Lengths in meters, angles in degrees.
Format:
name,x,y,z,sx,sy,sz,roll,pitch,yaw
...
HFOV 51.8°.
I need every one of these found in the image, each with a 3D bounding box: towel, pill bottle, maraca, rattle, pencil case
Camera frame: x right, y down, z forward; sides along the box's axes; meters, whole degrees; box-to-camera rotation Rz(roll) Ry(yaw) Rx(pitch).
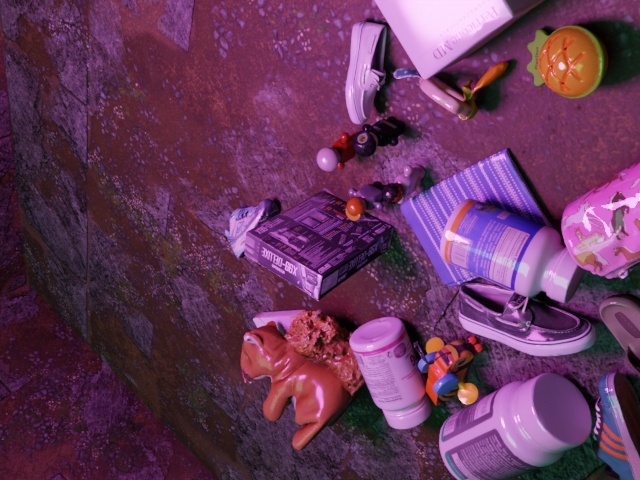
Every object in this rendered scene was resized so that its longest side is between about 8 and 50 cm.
name,x,y,z,sx,sy,sz,roll,pitch,yaw
towel,0.354,-0.040,1.511,0.336,0.040,0.243,-28,94,48
pill bottle,0.468,0.467,1.614,0.204,0.204,0.361,48,140,8
maraca,0.437,-0.322,1.184,0.186,0.099,0.127,-142,45,-58
rattle,0.258,-0.347,1.351,0.199,0.130,0.142,54,138,36
pencil case,0.612,-0.071,1.136,0.167,0.160,0.386,42,140,-7
pill bottle,0.202,0.371,1.841,0.160,0.160,0.283,-6,113,46
pill bottle,0.400,0.025,1.365,0.272,0.152,0.152,24,132,30

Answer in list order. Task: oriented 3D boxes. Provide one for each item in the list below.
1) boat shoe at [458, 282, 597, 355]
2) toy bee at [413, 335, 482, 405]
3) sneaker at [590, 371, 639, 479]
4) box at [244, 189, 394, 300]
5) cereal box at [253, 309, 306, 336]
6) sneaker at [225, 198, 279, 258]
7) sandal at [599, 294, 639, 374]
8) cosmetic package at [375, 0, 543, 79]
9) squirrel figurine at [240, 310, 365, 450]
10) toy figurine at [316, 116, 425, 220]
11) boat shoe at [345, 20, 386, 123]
name,x,y,z,sx,sy,sz,roll,pitch,yaw
boat shoe,0.447,0.169,1.490,0.335,0.121,0.119,6,125,44
toy bee,0.345,0.326,1.693,0.195,0.162,0.298,61,174,16
sneaker,0.655,0.427,1.478,0.121,0.108,0.302,-8,112,42
box,0.000,0.000,1.665,0.242,0.307,0.076,29,130,27
cereal box,-0.105,0.317,2.191,0.240,0.047,0.173,-11,109,47
sneaker,-0.226,-0.054,2.007,0.122,0.110,0.283,51,140,9
sandal,0.679,0.245,1.343,0.303,0.086,0.120,46,140,10
cosmetic package,0.185,-0.560,1.209,0.230,0.161,0.453,-29,95,50
squirrel figurine,-0.052,0.364,2.002,0.370,0.281,0.397,43,113,16
toy figurine,0.117,-0.167,1.558,0.213,0.148,0.209,-14,106,48
boat shoe,0.107,-0.368,1.467,0.076,0.083,0.226,12,117,29
